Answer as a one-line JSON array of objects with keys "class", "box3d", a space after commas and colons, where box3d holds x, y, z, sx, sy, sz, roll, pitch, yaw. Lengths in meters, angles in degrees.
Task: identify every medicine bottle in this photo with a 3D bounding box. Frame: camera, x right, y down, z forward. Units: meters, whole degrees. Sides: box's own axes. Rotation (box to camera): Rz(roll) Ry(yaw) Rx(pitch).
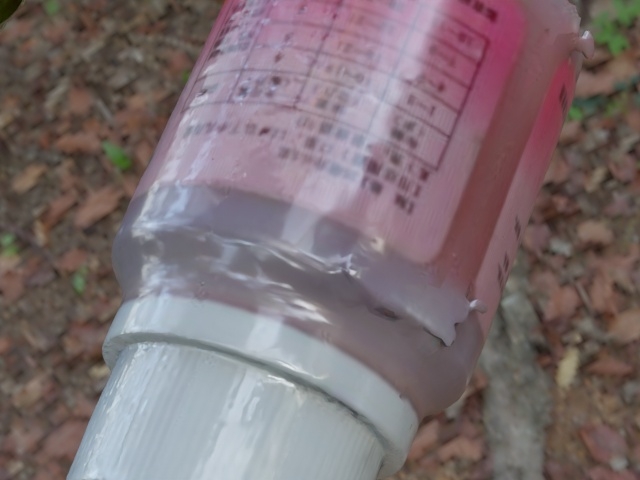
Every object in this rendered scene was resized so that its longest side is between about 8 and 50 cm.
[{"class": "medicine bottle", "box3d": [0.000, 0.000, 0.643, 0.147, 0.147, 0.247, 3, 60, 40]}]

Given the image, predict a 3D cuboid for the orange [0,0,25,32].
[{"class": "orange", "box3d": [-0.169, -0.134, 0.417, 0.300, 0.223, 0.301, -41, -7, 2]}]
